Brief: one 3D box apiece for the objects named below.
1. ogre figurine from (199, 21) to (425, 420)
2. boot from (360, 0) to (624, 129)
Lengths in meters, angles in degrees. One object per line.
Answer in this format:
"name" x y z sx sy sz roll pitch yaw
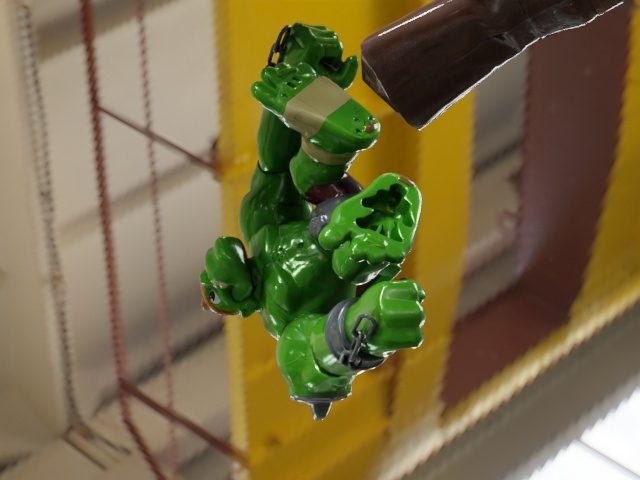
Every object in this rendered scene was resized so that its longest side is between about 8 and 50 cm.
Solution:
"ogre figurine" 0.000 0.000 0.864 0.097 0.197 0.118 -14 -37 -34
"boot" 0.054 -0.103 0.743 0.114 0.037 0.106 -29 -53 17
